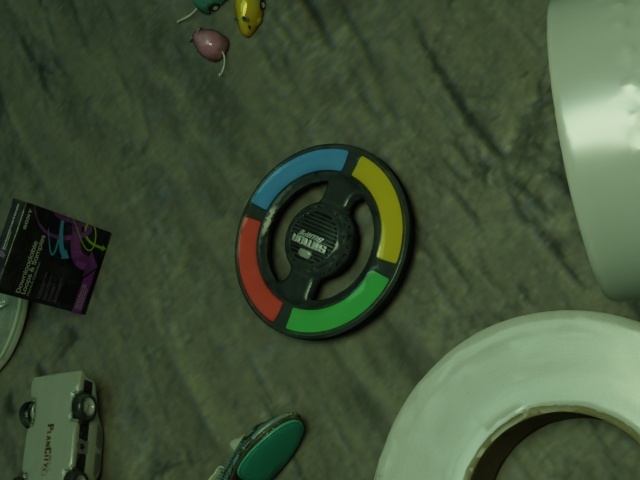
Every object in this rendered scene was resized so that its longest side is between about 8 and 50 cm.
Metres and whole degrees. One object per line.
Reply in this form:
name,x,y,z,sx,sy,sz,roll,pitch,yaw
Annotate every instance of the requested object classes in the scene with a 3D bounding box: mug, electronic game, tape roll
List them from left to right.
electronic game,0.000,0.000,1.185,0.229,0.048,0.229,-8,73,28
tape roll,0.233,0.258,0.963,0.392,0.072,0.392,-9,73,29
mug,0.389,-0.142,0.890,0.328,0.276,0.374,-11,41,22

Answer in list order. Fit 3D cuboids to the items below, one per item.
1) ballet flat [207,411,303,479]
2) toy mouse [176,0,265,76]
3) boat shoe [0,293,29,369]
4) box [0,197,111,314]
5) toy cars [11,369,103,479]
ballet flat,-0.091,0.257,1.162,0.070,0.070,0.188,37,93,32
toy mouse,-0.141,-0.293,1.358,0.143,0.031,0.161,9,82,32
boat shoe,-0.509,0.151,1.410,0.118,0.103,0.320,44,100,32
box,-0.340,0.023,1.311,0.029,0.162,0.116,14,84,32
toy cars,-0.252,0.323,1.228,0.176,0.087,0.393,-47,55,6
